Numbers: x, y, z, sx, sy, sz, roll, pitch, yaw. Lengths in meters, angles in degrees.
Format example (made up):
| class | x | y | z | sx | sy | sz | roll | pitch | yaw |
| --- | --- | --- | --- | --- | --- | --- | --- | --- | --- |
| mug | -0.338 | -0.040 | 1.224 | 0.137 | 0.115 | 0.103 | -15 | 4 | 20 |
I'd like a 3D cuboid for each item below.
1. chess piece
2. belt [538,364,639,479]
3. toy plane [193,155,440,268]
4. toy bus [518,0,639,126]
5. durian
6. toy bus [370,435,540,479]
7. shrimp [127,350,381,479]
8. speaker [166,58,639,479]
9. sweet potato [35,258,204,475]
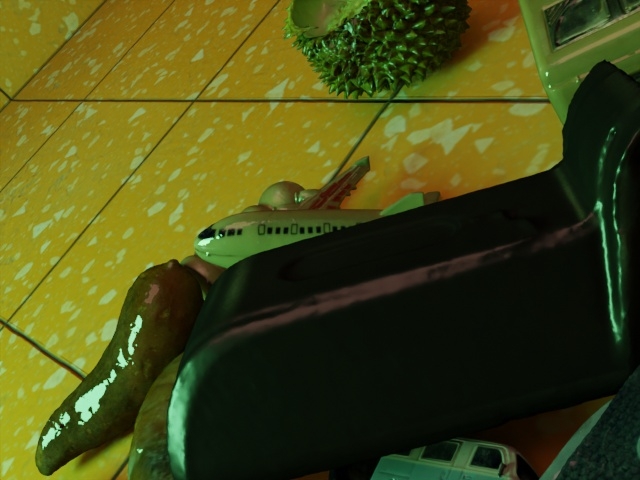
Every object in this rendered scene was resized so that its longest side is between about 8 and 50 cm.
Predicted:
| class | x | y | z | sx | sy | sz | roll | pitch | yaw |
| --- | --- | --- | --- | --- | --- | --- | --- | --- | --- |
| chess piece | -0.072 | 0.002 | 0.892 | 0.170 | 0.094 | 0.094 | -46 | 34 | -18 |
| belt | 0.201 | 0.138 | 0.440 | 0.218 | 0.122 | 0.128 | -49 | 33 | -9 |
| toy plane | 0.000 | 0.000 | 0.788 | 0.256 | 0.104 | 0.242 | -13 | 40 | 11 |
| toy bus | 0.361 | -0.207 | 0.628 | 0.365 | 0.177 | 0.202 | -23 | 42 | 29 |
| durian | 0.079 | -0.283 | 0.975 | 0.237 | 0.176 | 0.200 | -22 | 29 | 17 |
| toy bus | 0.099 | 0.178 | 0.550 | 0.123 | 0.060 | 0.075 | -5 | 45 | 44 |
| shrimp | -0.048 | 0.204 | 0.640 | 0.272 | 0.085 | 0.445 | -19 | 32 | 12 |
| speaker | 0.057 | 0.030 | 0.571 | 0.388 | 0.184 | 0.180 | -18 | 21 | 10 |
| sweet potato | -0.212 | 0.149 | 0.844 | 0.292 | 0.097 | 0.097 | -56 | 33 | 12 |
